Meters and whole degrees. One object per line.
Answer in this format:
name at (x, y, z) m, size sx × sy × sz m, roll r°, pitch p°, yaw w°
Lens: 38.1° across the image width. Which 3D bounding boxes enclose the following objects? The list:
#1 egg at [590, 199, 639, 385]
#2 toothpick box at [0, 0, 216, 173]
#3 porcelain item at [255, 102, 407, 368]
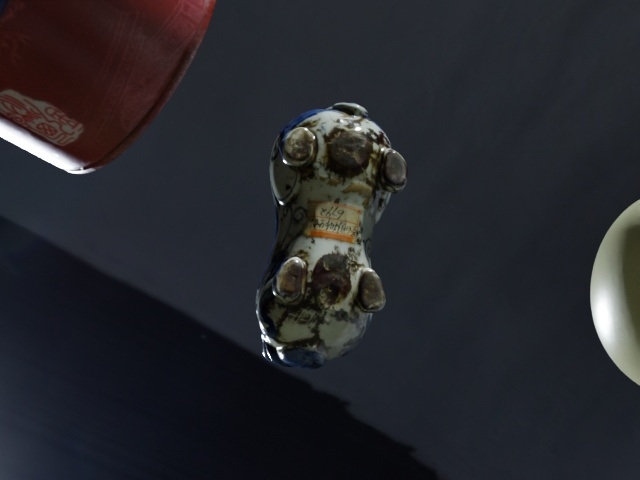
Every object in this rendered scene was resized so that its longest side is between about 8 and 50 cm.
egg at (0.362, 0.053, 0.916) m, size 0.185 × 0.242 × 0.186 m, roll -12°, pitch 39°, yaw 10°
toothpick box at (-0.254, -0.204, 0.592) m, size 0.204 × 0.333 × 0.204 m, roll -29°, pitch 46°, yaw 36°
porcelain item at (0.000, 0.000, 1.013) m, size 0.186 × 0.137 × 0.288 m, roll 133°, pitch 145°, yaw -70°
